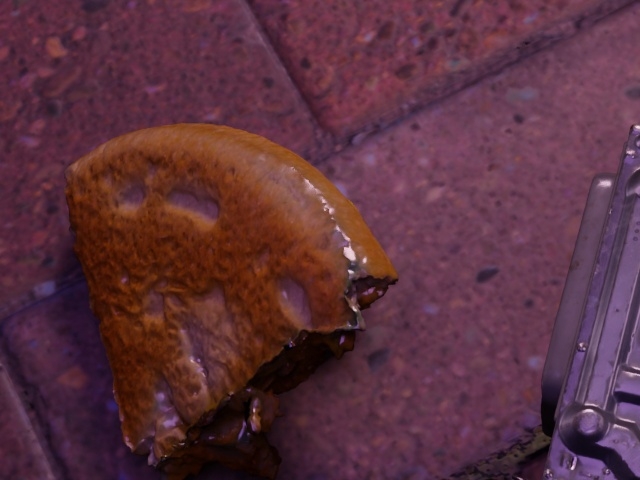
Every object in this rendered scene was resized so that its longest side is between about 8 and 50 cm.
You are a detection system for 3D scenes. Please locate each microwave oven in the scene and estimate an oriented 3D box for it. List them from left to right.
[{"bbox_3d":[0.224,0.075,1.139,0.194,0.145,0.240,13,69,11],"label":"microwave oven"}]

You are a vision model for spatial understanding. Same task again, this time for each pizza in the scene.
[{"bbox_3d":[-0.063,0.046,1.207,0.289,0.081,0.228,16,95,43],"label":"pizza"}]

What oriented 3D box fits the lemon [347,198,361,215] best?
[{"bbox_3d":[0.000,0.000,1.249,0.062,0.062,0.083,-9,59,4],"label":"lemon"}]
